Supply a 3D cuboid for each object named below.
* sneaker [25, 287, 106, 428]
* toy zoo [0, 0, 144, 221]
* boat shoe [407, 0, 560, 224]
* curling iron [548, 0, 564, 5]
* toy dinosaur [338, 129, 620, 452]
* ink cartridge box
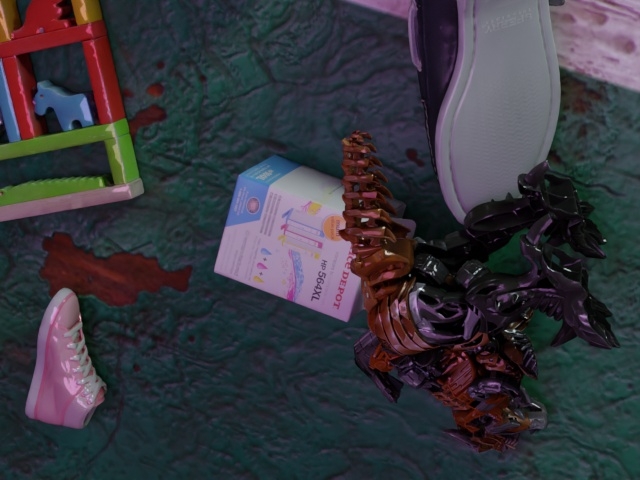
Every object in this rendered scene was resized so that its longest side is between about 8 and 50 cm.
[{"bbox_3d":[-0.222,0.111,1.618,0.070,0.051,0.134,19,111,12],"label":"sneaker"},{"bbox_3d":[-0.279,-0.166,1.580,0.192,0.030,0.293,-8,100,20],"label":"toy zoo"},{"bbox_3d":[0.125,-0.160,1.412,0.091,0.114,0.302,43,136,52],"label":"boat shoe"},{"bbox_3d":[0.176,-0.321,1.386,0.068,0.035,0.274,-2,102,23],"label":"curling iron"},{"bbox_3d":[0.110,0.049,1.400,0.218,0.322,0.164,-22,56,20],"label":"toy dinosaur"},{"bbox_3d":[0.000,0.000,1.492,0.143,0.090,0.092,20,108,14],"label":"ink cartridge box"}]
